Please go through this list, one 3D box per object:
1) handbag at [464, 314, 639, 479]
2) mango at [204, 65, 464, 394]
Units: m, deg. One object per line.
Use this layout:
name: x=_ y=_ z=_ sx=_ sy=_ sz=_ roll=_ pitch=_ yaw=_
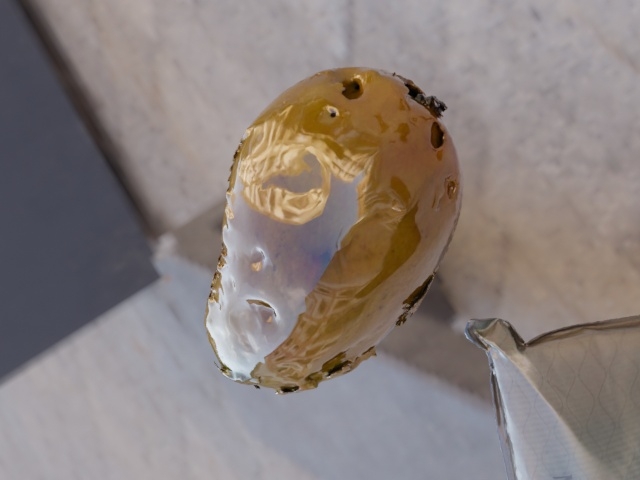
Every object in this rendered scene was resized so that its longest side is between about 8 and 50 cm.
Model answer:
handbag: x=0.194 y=0.164 z=1.203 sx=0.117 sy=0.182 sz=0.270 roll=-148 pitch=48 yaw=-80
mango: x=0.000 y=0.000 z=1.286 sx=0.156 sy=0.151 sz=0.249 roll=29 pitch=125 yaw=-2
